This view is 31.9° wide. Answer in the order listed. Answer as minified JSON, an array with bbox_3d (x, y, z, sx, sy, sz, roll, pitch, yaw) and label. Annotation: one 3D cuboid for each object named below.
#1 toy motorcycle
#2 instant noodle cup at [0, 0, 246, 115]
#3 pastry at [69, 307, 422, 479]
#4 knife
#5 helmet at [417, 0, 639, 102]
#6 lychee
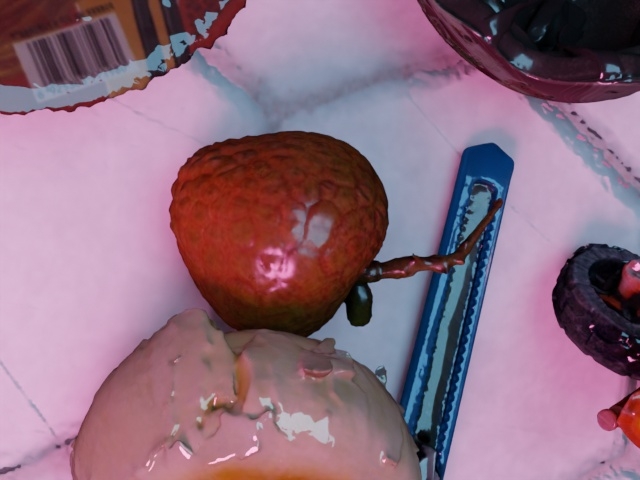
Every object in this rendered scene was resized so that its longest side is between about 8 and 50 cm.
[{"bbox_3d":[0.273,0.077,0.616,0.298,0.171,0.089,13,125,-15],"label":"toy motorcycle"},{"bbox_3d":[-0.151,-0.183,0.514,0.274,0.091,0.274,2,85,-20],"label":"instant noodle cup"},{"bbox_3d":[-0.031,0.110,0.511,0.166,0.088,0.165,-3,119,-5],"label":"pastry"},{"bbox_3d":[0.057,0.085,0.603,0.044,0.026,0.296,15,81,-6],"label":"knife"},{"bbox_3d":[0.125,-0.146,0.608,0.177,0.107,0.153,30,78,4],"label":"helmet"},{"bbox_3d":[-0.005,-0.002,0.539,0.140,0.101,0.114,23,87,19],"label":"lychee"}]
